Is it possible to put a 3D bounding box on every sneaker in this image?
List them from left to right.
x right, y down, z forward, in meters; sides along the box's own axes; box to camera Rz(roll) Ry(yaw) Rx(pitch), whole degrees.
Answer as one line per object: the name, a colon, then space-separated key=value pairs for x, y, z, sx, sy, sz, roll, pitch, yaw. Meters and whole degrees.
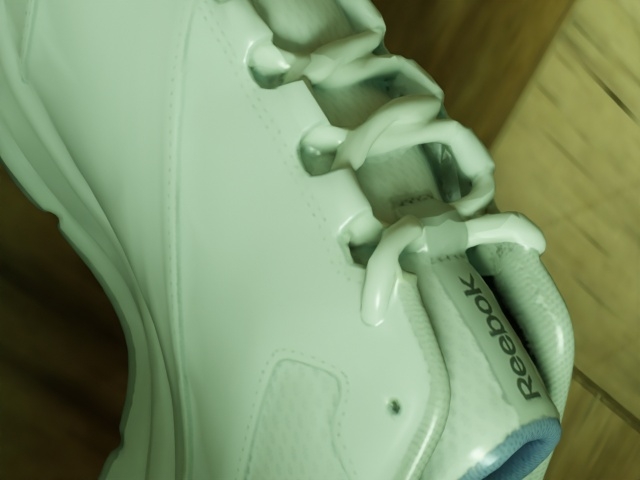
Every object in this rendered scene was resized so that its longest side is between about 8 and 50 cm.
sneaker: x=0.000 y=0.000 z=0.407 sx=0.111 sy=0.129 sz=0.297 roll=-16 pitch=95 yaw=-40
